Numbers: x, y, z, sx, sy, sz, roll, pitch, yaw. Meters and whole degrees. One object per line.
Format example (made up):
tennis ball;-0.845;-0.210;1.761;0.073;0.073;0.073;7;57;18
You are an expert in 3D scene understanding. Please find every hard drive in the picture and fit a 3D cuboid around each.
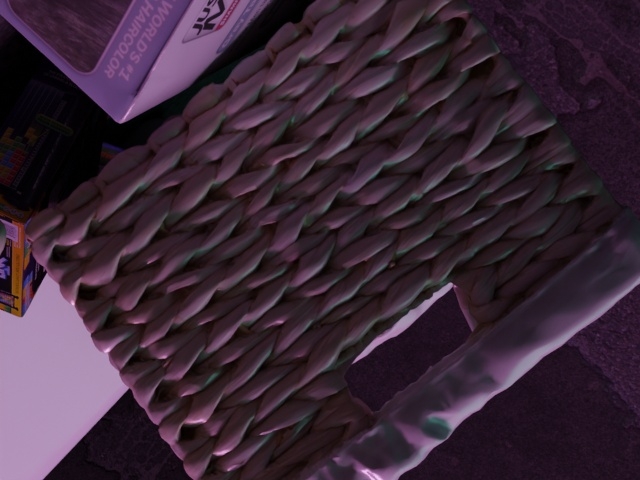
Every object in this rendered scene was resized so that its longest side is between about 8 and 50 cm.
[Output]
hard drive;-0.321;0.154;0.823;0.353;0.047;0.233;-47;136;-4

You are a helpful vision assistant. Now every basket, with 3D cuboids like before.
basket;0.000;0.000;0.692;0.328;0.266;0.331;-38;-173;-1

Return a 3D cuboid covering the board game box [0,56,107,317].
board game box;-0.204;-0.040;0.667;0.170;0.048;0.141;125;-14;-59

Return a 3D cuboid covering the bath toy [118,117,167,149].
bath toy;-0.233;0.024;1.017;0.348;0.129;0.151;-48;178;13

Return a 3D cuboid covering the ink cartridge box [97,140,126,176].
ink cartridge box;-0.141;0.025;0.947;0.186;0.311;0.065;-53;-139;19

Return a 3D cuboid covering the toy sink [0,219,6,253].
toy sink;-0.240;0.017;0.386;0.153;0.131;0.234;-47;179;17

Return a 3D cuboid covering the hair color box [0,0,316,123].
hair color box;-0.020;-0.229;0.586;0.185;0.113;0.374;-48;179;36
